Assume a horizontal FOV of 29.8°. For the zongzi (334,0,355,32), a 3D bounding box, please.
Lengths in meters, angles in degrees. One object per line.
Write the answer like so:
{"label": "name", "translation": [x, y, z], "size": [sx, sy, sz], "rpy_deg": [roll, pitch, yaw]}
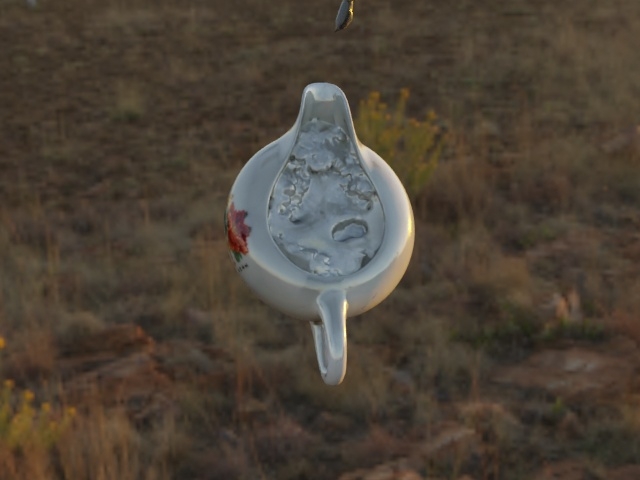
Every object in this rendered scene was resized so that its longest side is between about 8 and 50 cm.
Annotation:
{"label": "zongzi", "translation": [-0.148, -0.444, 1.234], "size": [0.467, 0.499, 0.218], "rpy_deg": [-3, 30, 46]}

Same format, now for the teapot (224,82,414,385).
{"label": "teapot", "translation": [0.000, 0.000, 0.910], "size": [0.145, 0.226, 0.092], "rpy_deg": [-4, -17, -11]}
